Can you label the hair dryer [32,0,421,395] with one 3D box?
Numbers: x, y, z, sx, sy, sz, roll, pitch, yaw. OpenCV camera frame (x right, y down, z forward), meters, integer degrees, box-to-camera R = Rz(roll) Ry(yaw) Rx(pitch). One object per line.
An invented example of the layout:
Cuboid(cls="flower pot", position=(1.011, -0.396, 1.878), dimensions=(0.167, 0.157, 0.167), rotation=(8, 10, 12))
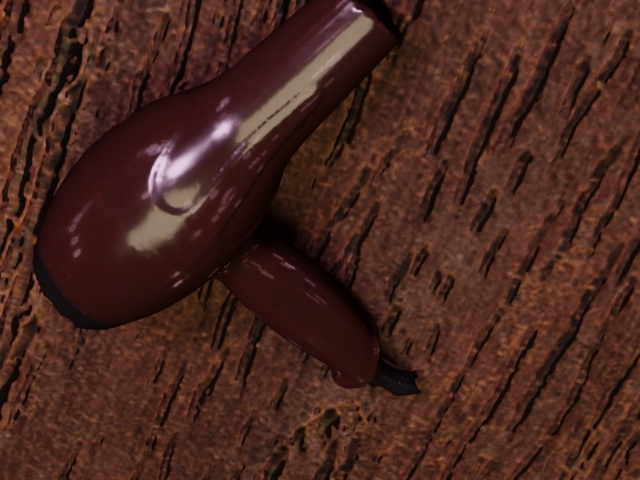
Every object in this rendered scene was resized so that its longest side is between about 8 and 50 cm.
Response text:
Cuboid(cls="hair dryer", position=(0.000, 0.000, 1.388), dimensions=(0.312, 0.123, 0.340), rotation=(-37, 128, 19))
